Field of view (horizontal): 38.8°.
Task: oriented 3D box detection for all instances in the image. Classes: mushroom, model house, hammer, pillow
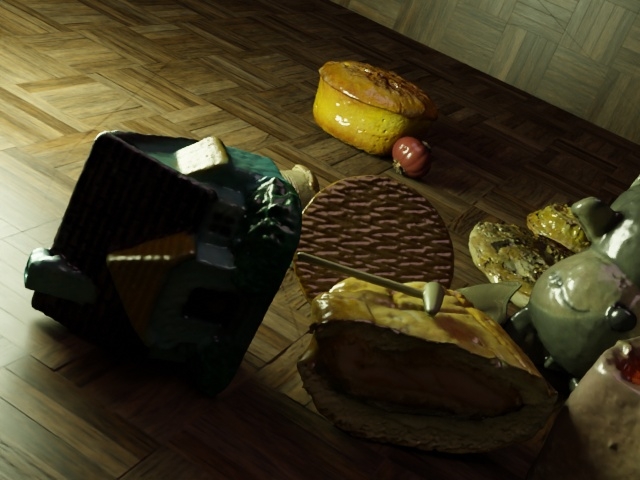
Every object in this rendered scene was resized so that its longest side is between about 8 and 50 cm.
[{"bbox_3d":[-0.138,-0.079,1.548,0.351,0.095,0.122,-9,55,-45],"label":"mushroom"},{"bbox_3d":[-0.202,0.007,1.086,0.249,0.280,0.230,15,23,-28],"label":"model house"},{"bbox_3d":[0.059,0.054,1.150,0.195,0.028,0.060,16,28,8],"label":"hammer"},{"bbox_3d":[0.256,0.106,1.488,0.130,0.033,0.217,-10,12,22],"label":"pillow"}]

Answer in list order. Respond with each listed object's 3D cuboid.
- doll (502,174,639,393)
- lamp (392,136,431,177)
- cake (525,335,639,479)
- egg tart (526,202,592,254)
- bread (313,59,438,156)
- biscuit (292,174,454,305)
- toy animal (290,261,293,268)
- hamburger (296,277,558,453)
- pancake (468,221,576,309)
[{"bbox_3d":[0.479,0.091,1.440,0.252,0.382,0.379,42,13,24],"label":"doll"},{"bbox_3d":[0.206,-0.186,2.044,0.101,0.090,0.101,54,-6,8],"label":"lamp"},{"bbox_3d":[0.450,0.267,1.157,0.309,0.230,0.237,-5,38,-47],"label":"cake"},{"bbox_3d":[0.550,-0.027,2.020,0.191,0.074,0.191,16,24,-7],"label":"egg tart"},{"bbox_3d":[0.121,-0.318,2.159,0.312,0.172,0.312,20,20,-8],"label":"bread"},{"bbox_3d":[0.080,0.024,1.390,0.262,0.261,0.037,16,-16,-11],"label":"biscuit"},{"bbox_3d":[-0.001,0.003,1.484,0.251,0.127,0.125,16,49,7],"label":"toy animal"},{"bbox_3d":[0.129,0.153,1.202,0.330,0.162,0.209,13,22,-7],"label":"hamburger"},{"bbox_3d":[0.439,0.065,1.751,0.356,0.065,0.356,20,24,-9],"label":"pancake"}]
